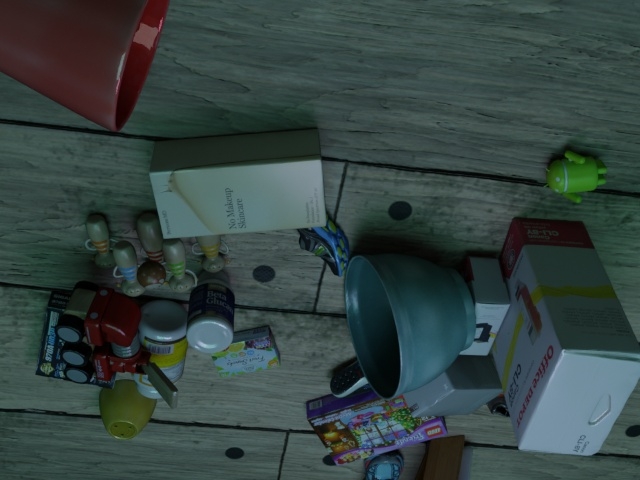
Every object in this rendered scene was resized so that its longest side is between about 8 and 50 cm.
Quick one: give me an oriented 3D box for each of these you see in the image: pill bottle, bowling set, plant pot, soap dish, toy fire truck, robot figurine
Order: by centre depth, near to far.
[{"bbox_3d":[-0.388,-0.331,1.331,0.243,0.275,0.275,19,125,-7],"label":"plant pot"},{"bbox_3d":[0.486,-0.125,1.647,0.115,0.067,0.101,-5,126,2],"label":"robot figurine"},{"bbox_3d":[-0.330,0.056,1.671,0.286,0.200,0.154,-2,130,3],"label":"bowling set"},{"bbox_3d":[-0.386,0.217,1.706,0.246,0.159,0.217,10,137,2],"label":"toy fire truck"},{"bbox_3d":[0.190,0.155,1.736,0.196,0.293,0.293,-11,130,-16],"label":"plant pot"},{"bbox_3d":[-0.222,0.139,1.752,0.094,0.169,0.094,-2,129,-3],"label":"pill bottle"},{"bbox_3d":[-0.348,0.240,1.859,0.117,0.117,0.215,8,127,-10],"label":"pill bottle"},{"bbox_3d":[-0.452,0.404,1.996,0.134,0.095,0.134,-2,128,-2],"label":"plant pot"},{"bbox_3d":[0.286,0.658,2.167,0.118,0.229,0.291,17,127,5],"label":"soap dish"}]

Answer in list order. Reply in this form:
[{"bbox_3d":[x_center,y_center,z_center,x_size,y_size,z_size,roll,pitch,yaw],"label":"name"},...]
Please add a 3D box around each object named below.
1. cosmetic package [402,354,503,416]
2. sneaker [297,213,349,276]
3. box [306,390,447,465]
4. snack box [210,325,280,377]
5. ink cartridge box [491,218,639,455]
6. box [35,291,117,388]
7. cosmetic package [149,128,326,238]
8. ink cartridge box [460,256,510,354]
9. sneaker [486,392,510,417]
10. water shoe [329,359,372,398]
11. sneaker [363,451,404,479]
[{"bbox_3d":[0.291,0.319,1.904,0.127,0.107,0.238,-39,147,27],"label":"cosmetic package"},{"bbox_3d":[0.000,0.000,1.732,0.078,0.067,0.188,-10,133,32],"label":"sneaker"},{"bbox_3d":[0.137,0.429,2.071,0.293,0.057,0.201,-19,127,12],"label":"box"},{"bbox_3d":[-0.169,0.250,1.927,0.141,0.037,0.100,-12,129,6],"label":"snack box"},{"bbox_3d":[0.455,0.181,1.685,0.160,0.385,0.279,5,127,-7],"label":"ink cartridge box"},{"bbox_3d":[-0.518,0.222,1.877,0.175,0.051,0.220,13,127,-12],"label":"box"},{"bbox_3d":[-0.148,-0.105,1.602,0.309,0.113,0.160,-6,129,0],"label":"cosmetic package"},{"bbox_3d":[0.327,0.139,1.796,0.072,0.127,0.175,3,137,-7],"label":"ink cartridge box"},{"bbox_3d":[0.472,0.407,2.068,0.157,0.065,0.061,5,128,-7],"label":"sneaker"},{"bbox_3d":[0.118,0.301,1.977,0.203,0.073,0.080,-26,152,16],"label":"water shoe"},{"bbox_3d":[0.156,0.648,2.202,0.104,0.125,0.262,5,128,-8],"label":"sneaker"}]
